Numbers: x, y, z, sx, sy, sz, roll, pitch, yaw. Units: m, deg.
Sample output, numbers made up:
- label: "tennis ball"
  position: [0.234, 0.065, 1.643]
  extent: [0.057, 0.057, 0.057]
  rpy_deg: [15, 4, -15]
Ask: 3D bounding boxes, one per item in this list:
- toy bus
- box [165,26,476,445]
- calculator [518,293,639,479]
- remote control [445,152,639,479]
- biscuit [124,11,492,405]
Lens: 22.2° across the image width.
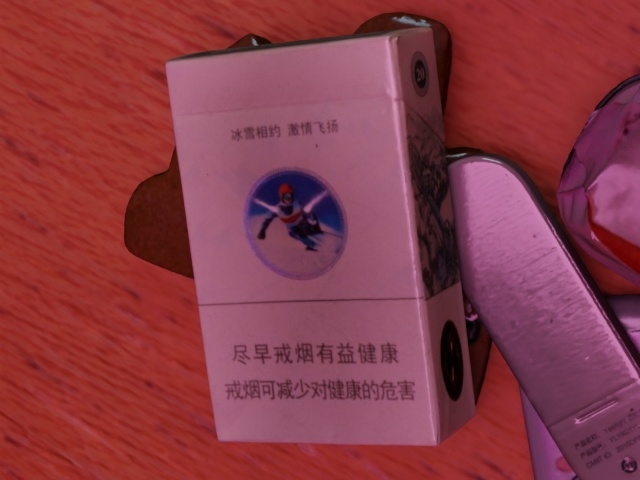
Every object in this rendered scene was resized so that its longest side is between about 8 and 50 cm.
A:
- label: "toy bus"
  position: [0.288, 0.007, 0.982]
  extent: [0.303, 0.147, 0.127]
  rpy_deg: [29, 101, 9]
- label: "box"
  position: [0.000, 0.000, 1.048]
  extent: [0.164, 0.069, 0.256]
  rpy_deg: [-3, 100, 27]
- label: "calculator"
  position: [0.211, 0.156, 1.079]
  extent: [0.141, 0.045, 0.246]
  rpy_deg: [-7, 98, 18]
- label: "remote control"
  position: [0.148, 0.055, 1.046]
  extent: [0.077, 0.022, 0.245]
  rpy_deg: [-32, 88, 23]
- label: "biscuit"
  position: [0.020, -0.006, 1.110]
  extent: [0.278, 0.043, 0.301]
  rpy_deg: [-39, 87, 19]
